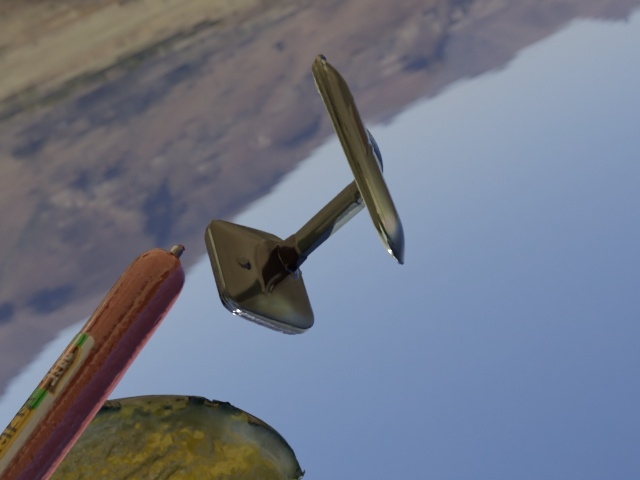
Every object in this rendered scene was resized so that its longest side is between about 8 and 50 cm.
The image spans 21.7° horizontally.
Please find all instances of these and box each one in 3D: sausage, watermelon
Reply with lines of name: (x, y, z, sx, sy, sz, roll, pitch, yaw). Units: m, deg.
sausage: (-0.124, 0.086, 0.748, 0.223, 0.029, 0.029, -55, -163, -23)
watermelon: (-0.153, 0.181, 1.097, 0.301, 0.129, 0.123, -27, 167, -27)

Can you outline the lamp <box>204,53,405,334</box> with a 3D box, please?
lamp: (0.007, -0.001, 1.510, 0.124, 0.203, 0.283, 6, 141, -29)
